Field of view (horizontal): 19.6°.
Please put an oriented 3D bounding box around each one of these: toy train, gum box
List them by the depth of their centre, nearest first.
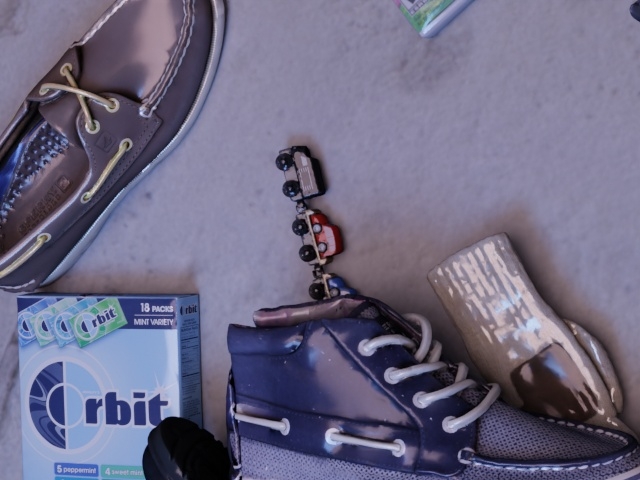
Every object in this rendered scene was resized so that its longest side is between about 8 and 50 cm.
[{"bbox_3d":[0.000,0.000,1.482,0.036,0.027,0.158,-15,86,13],"label":"toy train"},{"bbox_3d":[-0.177,0.137,1.558,0.157,0.041,0.184,0,92,24],"label":"gum box"}]

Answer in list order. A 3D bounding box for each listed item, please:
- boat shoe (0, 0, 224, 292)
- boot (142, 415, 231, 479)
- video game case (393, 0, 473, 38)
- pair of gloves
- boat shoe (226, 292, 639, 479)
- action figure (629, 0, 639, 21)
[{"bbox_3d":[-0.197,-0.090,1.524,0.116,0.097,0.324,43,108,16],"label":"boat shoe"},{"bbox_3d":[-0.109,0.288,1.486,0.207,0.094,0.246,-39,99,19],"label":"boot"},{"bbox_3d":[0.100,-0.296,1.421,0.212,0.023,0.193,-41,77,20],"label":"video game case"},{"bbox_3d":[0.113,0.133,1.430,0.240,0.042,0.204,-41,80,22],"label":"pair of gloves"},{"bbox_3d":[0.078,0.122,1.349,0.340,0.127,0.158,-3,102,23],"label":"boat shoe"},{"bbox_3d":[0.312,-0.305,1.202,0.330,0.178,0.341,13,82,34],"label":"action figure"}]
